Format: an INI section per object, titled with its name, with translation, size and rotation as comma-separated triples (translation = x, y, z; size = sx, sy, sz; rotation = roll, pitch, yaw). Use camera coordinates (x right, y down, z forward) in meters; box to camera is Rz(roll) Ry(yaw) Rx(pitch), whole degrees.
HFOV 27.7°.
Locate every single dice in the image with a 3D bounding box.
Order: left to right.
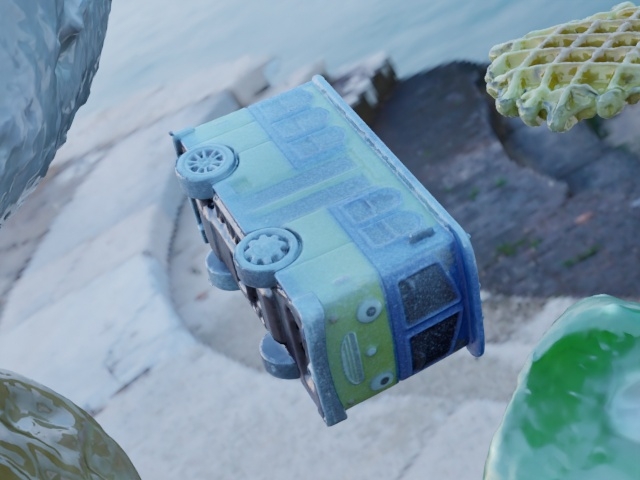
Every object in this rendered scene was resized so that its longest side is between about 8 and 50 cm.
[dice]
translation = 0.354, 0.234, 1.302
size = 0.287, 0.297, 0.300
rotation = 23, 91, 33

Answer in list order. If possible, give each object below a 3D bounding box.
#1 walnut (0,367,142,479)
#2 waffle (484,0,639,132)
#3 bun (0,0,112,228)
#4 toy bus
[walnut]
translation = -0.179, 0.152, 0.553
size = 0.228, 0.228, 0.228
rotation = -29, 21, 12
[waffle]
translation = 0.294, -0.188, 1.358
size = 0.250, 0.056, 0.261
rotation = -18, 28, -4
[bun]
translation = -0.229, -0.123, 0.398
size = 0.354, 0.354, 0.194
rotation = -50, -13, -38
[toy bus]
translation = 0.000, 0.000, 1.183
size = 0.190, 0.152, 0.312
rotation = -23, 42, -13
